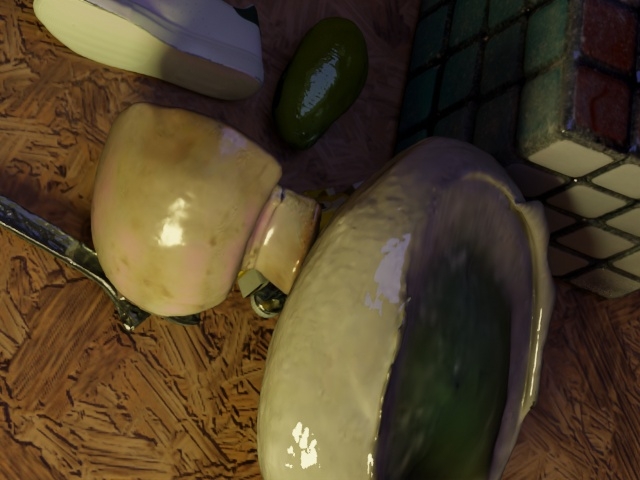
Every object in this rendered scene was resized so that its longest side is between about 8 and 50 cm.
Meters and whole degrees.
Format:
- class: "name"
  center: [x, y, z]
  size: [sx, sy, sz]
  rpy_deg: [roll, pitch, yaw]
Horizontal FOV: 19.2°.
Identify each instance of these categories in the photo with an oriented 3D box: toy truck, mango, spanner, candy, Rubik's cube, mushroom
- class: "toy truck"
  center: [0.000, 0.000, 2.005]
  size: [0.227, 0.098, 0.114]
  rpy_deg: [-15, 78, -32]
- class: "mango"
  center: [0.003, -0.173, 2.074]
  size: [0.091, 0.074, 0.165]
  rpy_deg: [32, 62, -21]
- class: "spanner"
  center: [-0.256, 0.004, 1.894]
  size: [0.325, 0.026, 0.093]
  rpy_deg: [32, 60, -18]
- class: "candy"
  center: [0.084, 0.104, 1.899]
  size: [0.386, 0.186, 0.427]
  rpy_deg: [-1, 108, -55]
- class: "Rubik's cube"
  center: [0.314, -0.167, 2.103]
  size: [0.344, 0.337, 0.344]
  rpy_deg: [21, 64, -24]
- class: "mushroom"
  center: [-0.127, -0.019, 1.830]
  size: [0.236, 0.173, 0.162]
  rpy_deg: [23, 72, 3]

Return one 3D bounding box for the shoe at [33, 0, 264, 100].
- class: "shoe"
  center: [-0.174, -0.237, 1.983]
  size: [0.265, 0.095, 0.110]
  rpy_deg: [23, 59, -29]
